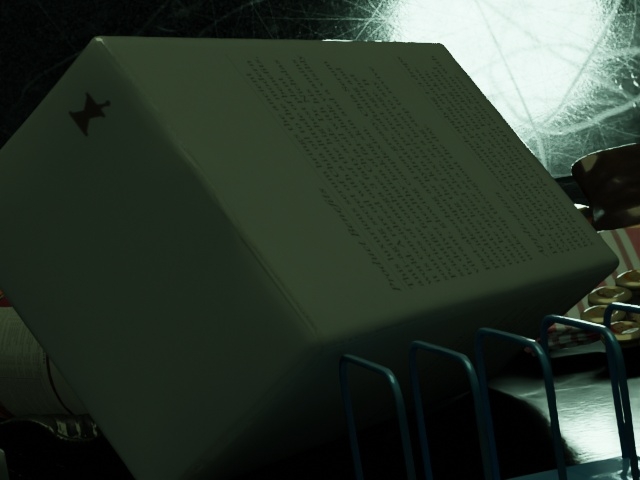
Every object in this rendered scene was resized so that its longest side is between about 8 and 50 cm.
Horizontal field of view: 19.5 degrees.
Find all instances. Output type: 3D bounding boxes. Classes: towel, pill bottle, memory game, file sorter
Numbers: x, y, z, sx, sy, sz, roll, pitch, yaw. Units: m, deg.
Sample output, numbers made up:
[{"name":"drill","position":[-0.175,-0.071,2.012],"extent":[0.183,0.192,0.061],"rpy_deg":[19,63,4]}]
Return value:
[{"name":"towel","position":[0.258,0.038,1.575],"extent":[0.197,0.029,0.144],"rpy_deg":[-7,33,-1]},{"name":"pill bottle","position":[-0.189,0.092,1.517],"extent":[0.121,0.121,0.221],"rpy_deg":[-13,6,-40]},{"name":"memory game","position":[0.298,0.052,1.472],"extent":[0.186,0.012,0.186],"rpy_deg":[-7,21,3]},{"name":"file sorter","position":[0.107,0.100,0.984],"extent":[0.170,0.104,0.118],"rpy_deg":[-10,5,-14]}]

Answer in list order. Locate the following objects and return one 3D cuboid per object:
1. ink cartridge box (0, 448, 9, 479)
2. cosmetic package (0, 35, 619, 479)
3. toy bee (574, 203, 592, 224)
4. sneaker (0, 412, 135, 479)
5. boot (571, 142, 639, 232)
[{"name":"ink cartridge box","position":[-0.327,0.171,1.255],"extent":[0.189,0.066,0.232],"rpy_deg":[-11,9,-24]},{"name":"cosmetic package","position":[0.000,0.000,1.235],"extent":[0.161,0.230,0.453],"rpy_deg":[-45,-17,25]},{"name":"toy bee","position":[0.161,-0.009,1.845],"extent":[0.298,0.162,0.195],"rpy_deg":[-7,7,20]},{"name":"sneaker","position":[-0.140,0.141,1.299],"extent":[0.170,0.051,0.089],"rpy_deg":[0,8,31]},{"name":"boot","position":[0.368,-0.040,1.720],"extent":[0.248,0.090,0.207],"rpy_deg":[-14,41,3]}]
